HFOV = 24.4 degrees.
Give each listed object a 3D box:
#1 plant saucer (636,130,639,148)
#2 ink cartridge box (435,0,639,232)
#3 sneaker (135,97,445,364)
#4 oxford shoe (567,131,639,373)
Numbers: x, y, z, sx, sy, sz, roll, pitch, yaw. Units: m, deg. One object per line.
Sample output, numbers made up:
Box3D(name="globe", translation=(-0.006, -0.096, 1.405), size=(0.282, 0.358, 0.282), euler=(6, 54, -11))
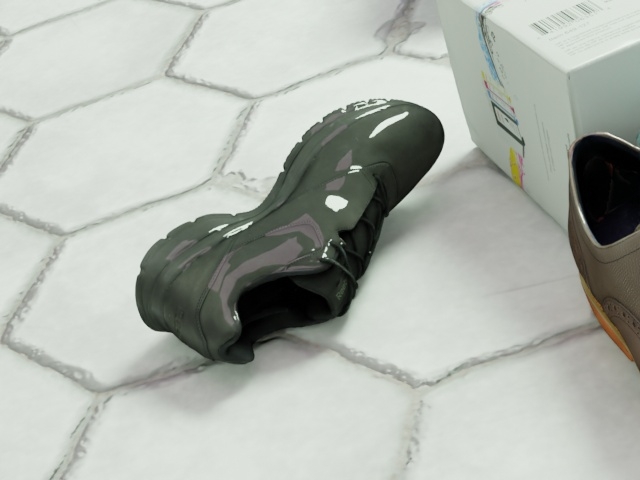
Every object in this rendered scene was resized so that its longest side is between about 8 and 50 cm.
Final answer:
Box3D(name="plant saucer", translation=(0.360, -0.041, 0.933), size=(0.317, 0.044, 0.317), euler=(12, 17, -4))
Box3D(name="ink cartridge box", translation=(0.222, -0.130, 1.160), size=(0.171, 0.168, 0.233), euler=(-23, 33, -9))
Box3D(name="sneaker", translation=(0.000, 0.000, 1.151), size=(0.286, 0.109, 0.130), euler=(-40, 44, -16))
Box3D(name="oxford shoe", translation=(0.239, 0.049, 0.902), size=(0.130, 0.133, 0.364), euler=(-33, 32, -2))
